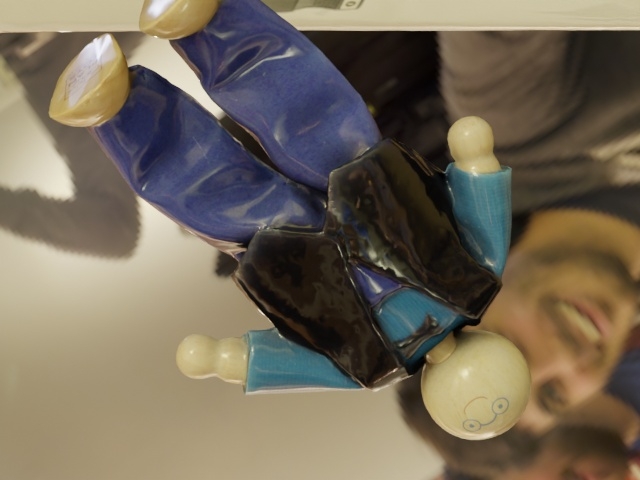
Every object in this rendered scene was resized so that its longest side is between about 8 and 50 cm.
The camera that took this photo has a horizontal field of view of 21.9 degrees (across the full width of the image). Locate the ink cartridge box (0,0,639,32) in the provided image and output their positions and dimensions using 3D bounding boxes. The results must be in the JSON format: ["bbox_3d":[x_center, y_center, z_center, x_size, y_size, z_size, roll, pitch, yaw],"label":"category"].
[{"bbox_3d":[0.032,-0.235,0.877,0.285,0.395,0.166,-50,-43,-51],"label":"ink cartridge box"}]

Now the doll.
[{"bbox_3d":[0.000,0.000,0.530,0.189,0.129,0.046,43,-171,-24],"label":"doll"}]
